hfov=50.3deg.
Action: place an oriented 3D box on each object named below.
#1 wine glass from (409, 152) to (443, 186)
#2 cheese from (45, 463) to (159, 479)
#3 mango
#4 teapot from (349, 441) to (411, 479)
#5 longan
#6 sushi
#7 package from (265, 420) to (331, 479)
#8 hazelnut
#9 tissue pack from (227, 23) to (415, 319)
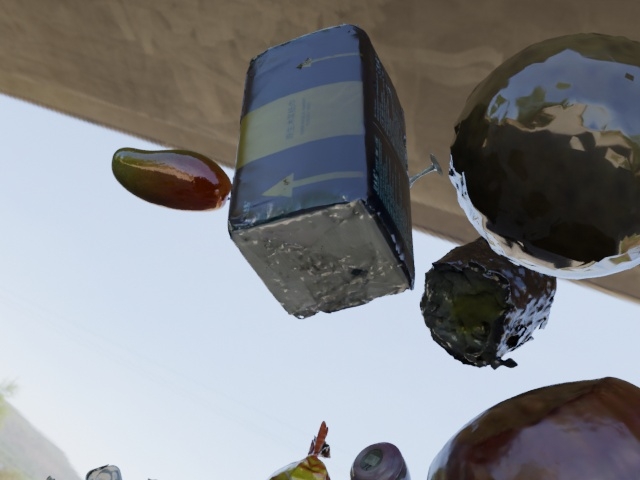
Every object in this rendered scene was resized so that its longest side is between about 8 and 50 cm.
[{"bbox_3d":[0.201,-0.140,1.681,0.198,0.066,0.066,-29,-65,24],"label":"wine glass"},{"bbox_3d":[-0.218,0.354,0.738,0.050,0.127,0.235,99,-26,-58],"label":"cheese"},{"bbox_3d":[-0.353,-0.143,1.602,0.289,0.146,0.129,5,-9,-2],"label":"mango"},{"bbox_3d":[0.128,0.505,1.386,0.116,0.148,0.146,-3,-54,50],"label":"teapot"},{"bbox_3d":[0.394,-0.124,1.070,0.391,0.391,0.391,27,-31,18],"label":"longan"},{"bbox_3d":[0.439,0.155,1.776,0.281,0.294,0.300,15,-65,38],"label":"sushi"},{"bbox_3d":[-0.042,0.328,0.665,0.108,0.288,0.223,11,-22,-4],"label":"package"},{"bbox_3d":[0.362,0.394,0.934,0.420,0.421,0.353,28,-53,16],"label":"hazelnut"},{"bbox_3d":[0.011,-0.115,1.137,0.253,0.417,0.264,-15,-41,18],"label":"tissue pack"}]
